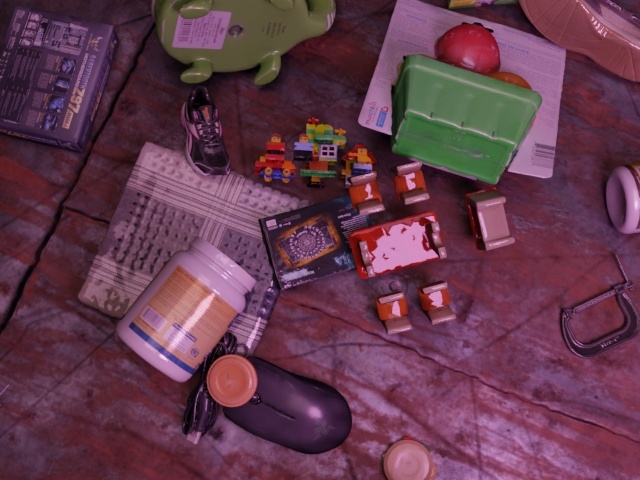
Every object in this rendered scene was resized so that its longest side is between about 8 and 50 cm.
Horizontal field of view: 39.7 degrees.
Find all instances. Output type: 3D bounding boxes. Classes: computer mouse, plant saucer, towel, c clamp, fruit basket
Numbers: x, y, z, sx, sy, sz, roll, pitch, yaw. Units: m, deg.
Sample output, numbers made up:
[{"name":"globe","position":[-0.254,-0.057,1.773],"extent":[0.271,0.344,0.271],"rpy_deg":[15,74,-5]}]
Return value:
[{"name":"computer mouse","position":[-0.081,0.271,1.429],"extent":[0.272,0.072,0.188],"rpy_deg":[18,92,1]},{"name":"plant saucer","position":[-0.142,0.223,1.408],"extent":[0.083,0.013,0.083],"rpy_deg":[-1,85,12]},{"name":"towel","position":[-0.213,0.018,1.516],"extent":[0.324,0.056,0.312],"rpy_deg":[21,81,2]},{"name":"c clamp","position":[0.476,0.121,1.513],"extent":[0.161,0.022,0.137],"rpy_deg":[-29,85,-8]},{"name":"fruit basket","position":[0.253,-0.267,1.531],"extent":[0.327,0.165,0.353],"rpy_deg":[17,47,0]}]

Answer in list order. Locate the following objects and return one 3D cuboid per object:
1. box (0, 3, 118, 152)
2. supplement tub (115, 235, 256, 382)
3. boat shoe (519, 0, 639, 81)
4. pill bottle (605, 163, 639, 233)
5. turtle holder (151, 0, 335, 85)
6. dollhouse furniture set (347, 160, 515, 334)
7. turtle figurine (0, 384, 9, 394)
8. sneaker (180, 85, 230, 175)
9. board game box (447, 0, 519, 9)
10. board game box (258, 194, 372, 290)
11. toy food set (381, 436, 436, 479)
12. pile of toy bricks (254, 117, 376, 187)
[{"name":"box","position":[-0.479,-0.288,1.568],"extent":[0.183,0.059,0.232],"rpy_deg":[12,77,2]},{"name":"supplement tub","position":[-0.210,0.107,1.400],"extent":[0.144,0.144,0.199],"rpy_deg":[37,82,7]},{"name":"boat shoe","position":[0.488,-0.393,1.588],"extent":[0.285,0.103,0.092],"rpy_deg":[32,55,2]},{"name":"pill bottle","position":[0.608,-0.080,1.508],"extent":[0.215,0.117,0.117],"rpy_deg":[-7,78,-2]},{"name":"turtle holder","position":[-0.131,-0.428,1.516],"extent":[0.320,0.243,0.227],"rpy_deg":[-18,61,4]},{"name":"dollhouse furniture set","position":[0.179,-0.006,1.476],"extent":[0.259,0.135,0.262],"rpy_deg":[-14,97,-1]},{"name":"turtle figurine","position":[-0.638,0.247,1.424],"extent":[0.234,0.118,0.175],"rpy_deg":[-31,80,-1]},{"name":"sneaker","position":[-0.200,-0.190,1.511],"extent":[0.072,0.077,0.178],"rpy_deg":[-12,60,-24]},{"name":"board game box","position":[0.381,-0.550,1.646],"extent":[0.317,0.046,0.213],"rpy_deg":[-6,77,-2]},{"name":"board game box","position":[0.000,0.000,1.496],"extent":[0.186,0.026,0.126],"rpy_deg":[-16,92,-16]},{"name":"toy food set","position":[0.144,0.366,1.452],"extent":[0.083,0.020,0.082],"rpy_deg":[-22,79,-5]},{"name":"pile of toy bricks","position":[-0.004,-0.160,1.520],"extent":[0.212,0.118,0.105],"rpy_deg":[3,68,-5]}]
